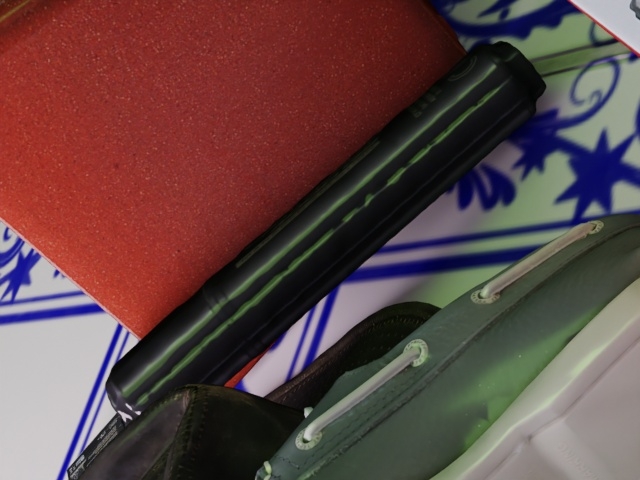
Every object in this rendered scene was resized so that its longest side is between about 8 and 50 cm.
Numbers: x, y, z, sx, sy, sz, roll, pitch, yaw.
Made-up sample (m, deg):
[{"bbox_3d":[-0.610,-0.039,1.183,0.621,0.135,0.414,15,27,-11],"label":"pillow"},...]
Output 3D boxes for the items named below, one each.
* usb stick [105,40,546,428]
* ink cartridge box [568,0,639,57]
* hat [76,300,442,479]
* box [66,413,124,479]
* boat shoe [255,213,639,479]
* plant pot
[{"bbox_3d":[0.000,0.000,0.920,0.278,0.045,0.077,-42,8,3],"label":"usb stick"},{"bbox_3d":[0.215,-0.064,0.536,0.309,0.130,0.272,50,123,50],"label":"ink cartridge box"},{"bbox_3d":[-0.052,0.158,0.828,0.331,0.134,0.331,-37,35,33],"label":"hat"},{"bbox_3d":[-0.116,0.132,1.056,0.083,0.018,0.067,-49,31,16],"label":"box"},{"bbox_3d":[0.039,0.101,0.717,0.319,0.116,0.099,-37,32,1],"label":"boat shoe"},{"bbox_3d":[-0.077,-0.123,1.015,0.236,0.267,0.267,-40,33,10],"label":"plant pot"}]
